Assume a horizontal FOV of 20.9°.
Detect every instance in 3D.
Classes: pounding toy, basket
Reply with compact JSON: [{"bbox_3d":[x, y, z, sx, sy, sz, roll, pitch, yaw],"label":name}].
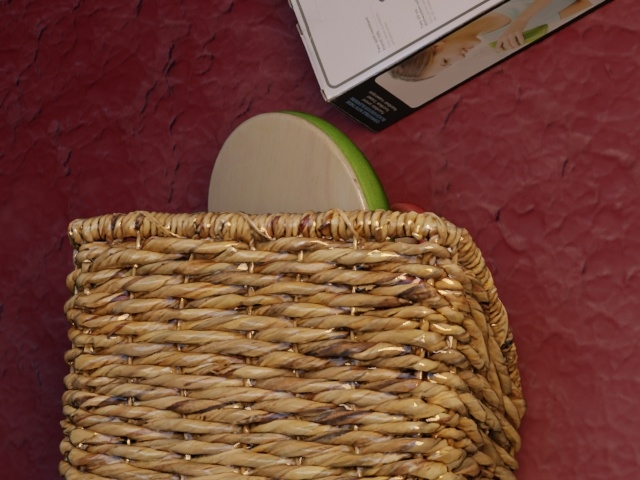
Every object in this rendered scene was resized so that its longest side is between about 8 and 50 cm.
[{"bbox_3d":[0.000,0.000,1.326,0.237,0.110,0.183,-44,68,45],"label":"pounding toy"},{"bbox_3d":[-0.012,0.101,1.216,0.299,0.213,0.223,-2,81,23],"label":"basket"}]

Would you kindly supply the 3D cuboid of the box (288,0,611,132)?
[{"bbox_3d":[0.116,-0.227,1.317,0.290,0.087,0.169,-29,64,19],"label":"box"}]
